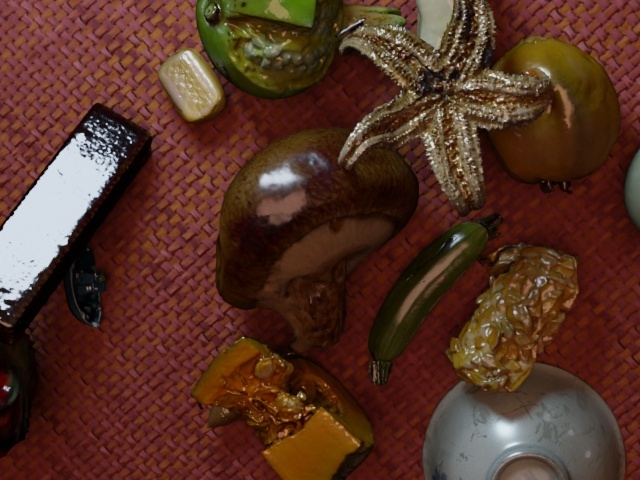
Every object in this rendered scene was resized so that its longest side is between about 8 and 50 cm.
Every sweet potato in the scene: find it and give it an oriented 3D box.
[{"bbox_3d":[-0.100,0.225,1.676,0.206,0.060,0.068,-44,126,10],"label":"sweet potato"}]

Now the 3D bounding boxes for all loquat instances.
[{"bbox_3d":[0.322,-0.174,1.520,0.187,0.176,0.234,-4,109,47],"label":"loquat"}]

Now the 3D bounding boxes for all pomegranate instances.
[{"bbox_3d":[-0.029,-0.321,1.546,0.302,0.236,0.236,0,97,-23],"label":"pomegranate"}]

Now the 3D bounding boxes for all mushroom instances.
[{"bbox_3d":[0.000,0.000,1.526,0.345,0.345,0.259,-32,75,9],"label":"mushroom"}]

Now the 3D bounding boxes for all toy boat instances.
[{"bbox_3d":[-0.369,0.070,1.690,0.061,0.060,0.137,-3,92,29],"label":"toy boat"}]

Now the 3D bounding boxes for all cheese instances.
[{"bbox_3d":[0.177,-0.300,1.530,0.093,0.159,0.263,2,95,3],"label":"cheese"}]

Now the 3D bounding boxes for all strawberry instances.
[{"bbox_3d":[-0.589,0.213,1.617,0.310,0.292,0.292,0,96,-2],"label":"strawberry"}]

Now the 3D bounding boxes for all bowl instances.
[{"bbox_3d":[0.304,0.348,1.590,0.313,0.146,0.313,1,97,8],"label":"bowl"}]

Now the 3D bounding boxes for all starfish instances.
[{"bbox_3d":[0.141,-0.193,1.408,0.303,0.113,0.312,41,82,10],"label":"starfish"}]

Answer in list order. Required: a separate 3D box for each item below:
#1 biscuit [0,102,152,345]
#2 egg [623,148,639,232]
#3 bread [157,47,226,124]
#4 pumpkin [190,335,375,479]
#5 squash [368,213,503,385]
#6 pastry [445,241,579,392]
[{"bbox_3d":[-0.390,-0.030,1.578,0.107,0.073,0.388,30,65,2],"label":"biscuit"},{"bbox_3d":[0.516,-0.071,1.482,0.183,0.217,0.183,0,93,7],"label":"egg"},{"bbox_3d":[-0.193,-0.234,1.638,0.082,0.056,0.115,-40,83,11],"label":"bread"},{"bbox_3d":[-0.044,0.267,1.559,0.139,0.280,0.190,-42,57,13],"label":"pumpkin"},{"bbox_3d":[0.154,0.074,1.617,0.080,0.071,0.318,39,97,22],"label":"squash"},{"bbox_3d":[0.284,0.105,1.575,0.102,0.154,0.250,33,85,-26],"label":"pastry"}]
